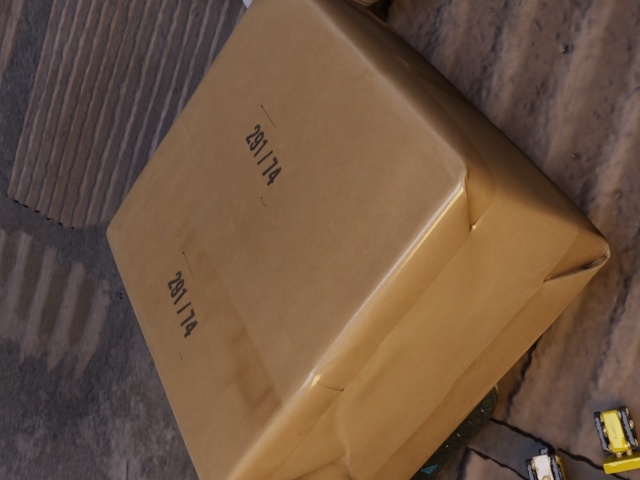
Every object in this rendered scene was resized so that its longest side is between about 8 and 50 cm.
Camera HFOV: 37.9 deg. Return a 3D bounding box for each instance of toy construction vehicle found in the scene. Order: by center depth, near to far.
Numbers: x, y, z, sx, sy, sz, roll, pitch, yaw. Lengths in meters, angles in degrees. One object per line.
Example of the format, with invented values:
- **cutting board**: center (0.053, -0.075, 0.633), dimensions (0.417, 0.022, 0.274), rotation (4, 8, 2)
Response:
- **toy construction vehicle**: center (0.202, 0.179, 0.686), dimensions (0.086, 0.035, 0.098), rotation (-21, 74, 23)

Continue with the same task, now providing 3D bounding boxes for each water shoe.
- **water shoe**: center (0.067, 0.162, 0.780), dimensions (0.203, 0.073, 0.080), rotation (-46, 36, 21)

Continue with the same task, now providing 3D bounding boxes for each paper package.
- **paper package**: center (0.000, 0.000, 0.734), dimensions (0.309, 0.168, 0.325), rotation (-53, 43, 18)

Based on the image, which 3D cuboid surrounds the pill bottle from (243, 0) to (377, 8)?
- **pill bottle**: center (0.020, -0.260, 0.831), dimensions (0.187, 0.112, 0.112), rotation (-22, 71, 34)
